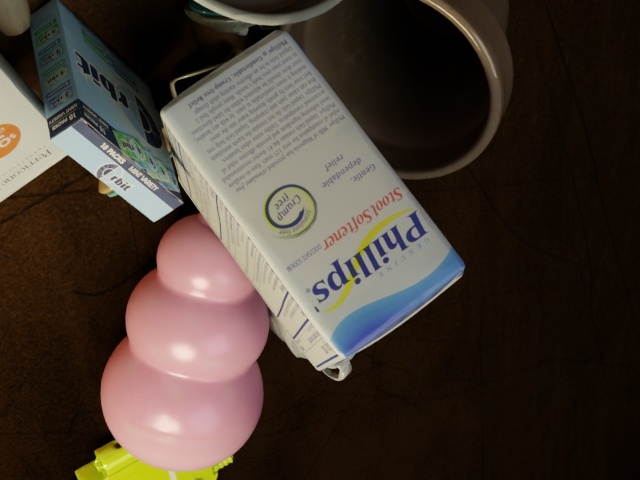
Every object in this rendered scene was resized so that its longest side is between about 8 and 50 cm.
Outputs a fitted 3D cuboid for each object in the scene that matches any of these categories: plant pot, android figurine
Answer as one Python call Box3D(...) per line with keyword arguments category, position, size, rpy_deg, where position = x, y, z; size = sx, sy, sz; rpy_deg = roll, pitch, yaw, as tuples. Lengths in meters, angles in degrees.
Box3D(category="plant pot", position=(0.112, -0.237, 1.119), size=(0.263, 0.263, 0.229), rpy_deg=(83, 28, -42))
Box3D(category="android figurine", position=(-0.253, 0.359, 1.426), size=(0.272, 0.056, 0.248), rpy_deg=(-24, 134, -22))

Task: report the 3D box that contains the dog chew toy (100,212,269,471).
Box3D(category="dog chew toy", position=(-0.156, 0.117, 1.215), size=(0.206, 0.206, 0.332), rpy_deg=(-2, 114, -40))

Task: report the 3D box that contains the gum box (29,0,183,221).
Box3D(category="gum box", position=(-0.213, -0.129, 0.966), size=(0.041, 0.184, 0.157), rpy_deg=(-32, 141, 11))

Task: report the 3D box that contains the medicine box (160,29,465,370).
Box3D(category="medicine box", position=(-0.017, -0.024, 1.006), size=(0.149, 0.289, 0.263), rpy_deg=(-36, 175, -10))

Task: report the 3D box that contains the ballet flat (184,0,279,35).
Box3D(category="ballet flat", position=(-0.074, -0.254, 1.088), size=(0.168, 0.057, 0.052), rpy_deg=(-20, 142, -28))

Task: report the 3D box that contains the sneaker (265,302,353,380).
Box3D(category="sneaker", position=(0.000, 0.000, 1.233), size=(0.137, 0.210, 0.366), rpy_deg=(-15, 130, -32))

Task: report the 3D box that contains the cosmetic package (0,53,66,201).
Box3D(category="cosmetic package", position=(-0.433, -0.058, 0.819), size=(0.377, 0.097, 0.284), rpy_deg=(-36, 160, -4))

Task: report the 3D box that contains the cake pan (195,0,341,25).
Box3D(category="cake pan", position=(-0.072, -0.345, 0.917), size=(0.293, 0.054, 0.293), rpy_deg=(0, 89, -32))

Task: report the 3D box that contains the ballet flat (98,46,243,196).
Box3D(category="ballet flat", position=(-0.166, -0.139, 1.101), size=(0.232, 0.080, 0.073), rpy_deg=(-36, 111, -16))

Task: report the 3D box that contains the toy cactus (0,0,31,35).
Box3D(category="toy cactus", position=(-0.309, -0.256, 0.868), size=(0.219, 0.112, 0.180), rpy_deg=(-37, 158, -15))
